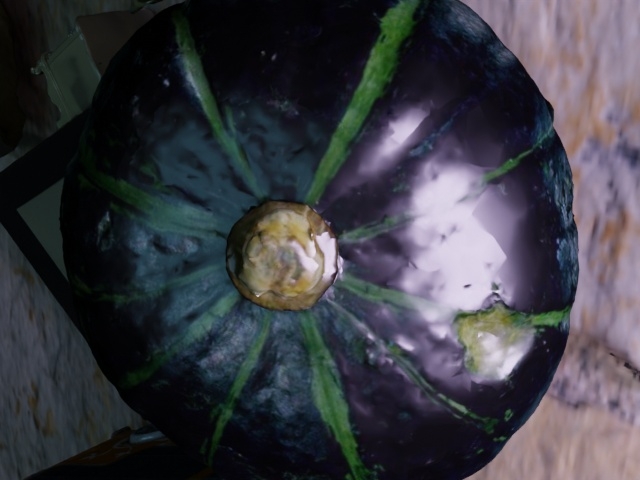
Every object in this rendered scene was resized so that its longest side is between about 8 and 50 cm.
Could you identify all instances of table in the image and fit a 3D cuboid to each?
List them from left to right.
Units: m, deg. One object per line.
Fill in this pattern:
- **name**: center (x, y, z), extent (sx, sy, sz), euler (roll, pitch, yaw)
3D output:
- **table**: center (-0.175, -0.137, 0.823), extent (0.083, 0.079, 0.062), euler (-29, 85, 43)

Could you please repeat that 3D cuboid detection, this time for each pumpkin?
- **pumpkin**: center (0.000, 0.000, 0.577), extent (0.315, 0.238, 0.315), euler (2, 103, 10)

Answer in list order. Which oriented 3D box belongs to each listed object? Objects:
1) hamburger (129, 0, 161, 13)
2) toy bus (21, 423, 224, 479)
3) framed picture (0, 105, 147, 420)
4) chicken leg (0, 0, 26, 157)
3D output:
- **hamburger**: center (-0.115, -0.223, 0.749), extent (0.176, 0.087, 0.102), euler (12, 123, 29)
- **toy bus**: center (-0.109, 0.228, 0.819), extent (0.275, 0.167, 0.139), euler (-11, 96, 41)
- **framed picture**: center (-0.114, 0.010, 0.808), extent (0.347, 0.016, 0.265), euler (-24, 104, 43)
- **chicken leg**: center (-0.381, -0.249, 0.821), extent (0.152, 0.201, 0.429), euler (-11, 140, 8)
